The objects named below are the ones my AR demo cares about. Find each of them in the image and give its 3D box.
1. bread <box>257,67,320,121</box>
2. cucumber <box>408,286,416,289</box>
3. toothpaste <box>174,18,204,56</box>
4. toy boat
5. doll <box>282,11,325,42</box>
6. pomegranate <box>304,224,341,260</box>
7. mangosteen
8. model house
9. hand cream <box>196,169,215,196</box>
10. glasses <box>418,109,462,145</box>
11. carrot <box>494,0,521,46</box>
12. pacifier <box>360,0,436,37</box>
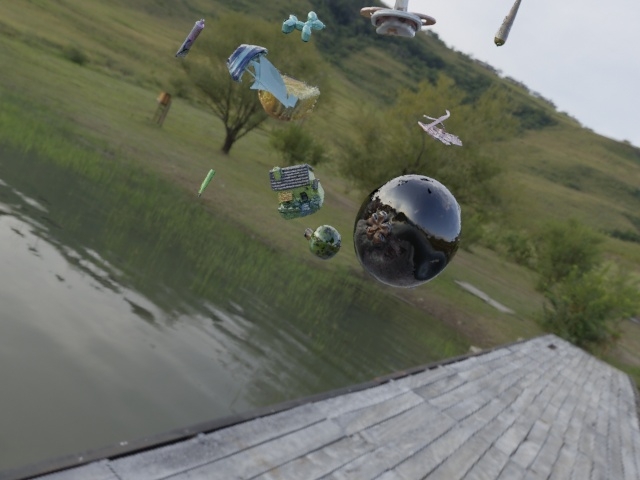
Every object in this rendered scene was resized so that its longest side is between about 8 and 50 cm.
[{"bbox_3d":[-0.151,-0.618,2.382,0.262,0.162,0.204,17,-36,-14],"label":"bread"},{"bbox_3d":[0.433,0.173,2.441,0.064,0.112,0.064,19,45,-20],"label":"cucumber"},{"bbox_3d":[-0.430,-0.669,1.785,0.028,0.170,0.045,55,39,5],"label":"toothpaste"},{"bbox_3d":[-0.201,-0.609,2.013,0.291,0.220,0.067,38,-35,-12],"label":"toy boat"},{"bbox_3d":[-0.063,-0.894,2.231,0.160,0.158,0.059,19,-34,2],"label":"doll"},{"bbox_3d":[0.000,0.000,1.830,0.162,0.122,0.122,28,7,30],"label":"pomegranate"},{"bbox_3d":[0.228,-0.018,1.299,0.302,0.274,0.275,8,18,-44],"label":"mangosteen"},{"bbox_3d":[-0.105,-0.228,2.304,0.194,0.211,0.170,-8,40,19],"label":"model house"},{"bbox_3d":[-0.453,-0.224,2.123,0.023,0.121,0.036,32,-6,-25],"label":"hand cream"},{"bbox_3d":[0.499,-0.445,2.161,0.162,0.095,0.256,50,32,18],"label":"glasses"},{"bbox_3d":[0.693,-0.811,1.964,0.049,0.254,0.049,26,-14,7],"label":"carrot"},{"bbox_3d":[0.342,-0.994,2.335,0.333,0.272,0.220,11,-23,6],"label":"pacifier"}]
